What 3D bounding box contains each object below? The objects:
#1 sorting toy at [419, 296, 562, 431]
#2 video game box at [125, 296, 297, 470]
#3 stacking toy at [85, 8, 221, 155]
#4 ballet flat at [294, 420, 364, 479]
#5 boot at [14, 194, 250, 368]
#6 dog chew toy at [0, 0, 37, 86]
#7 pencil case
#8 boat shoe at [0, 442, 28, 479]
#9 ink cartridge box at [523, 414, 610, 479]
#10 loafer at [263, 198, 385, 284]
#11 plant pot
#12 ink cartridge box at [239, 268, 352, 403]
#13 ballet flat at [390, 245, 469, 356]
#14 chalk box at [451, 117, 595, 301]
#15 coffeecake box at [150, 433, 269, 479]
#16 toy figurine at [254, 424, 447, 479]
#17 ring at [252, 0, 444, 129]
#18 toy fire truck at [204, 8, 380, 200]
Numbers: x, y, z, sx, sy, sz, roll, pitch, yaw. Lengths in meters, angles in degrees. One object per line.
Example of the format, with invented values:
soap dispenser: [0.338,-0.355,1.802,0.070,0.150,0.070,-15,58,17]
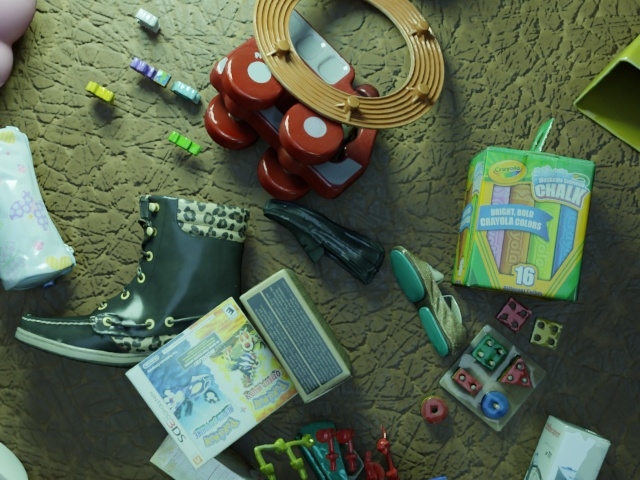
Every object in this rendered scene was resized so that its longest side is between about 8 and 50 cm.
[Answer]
sorting toy: [0.299,0.226,1.634,0.132,0.046,0.274,40,88,2]
video game box: [-0.167,0.222,1.512,0.205,0.048,0.187,-37,89,-11]
stacking toy: [-0.264,-0.270,1.657,0.221,0.052,0.167,31,85,-3]
ballet flat: [0.044,0.412,1.615,0.087,0.083,0.247,-25,90,-14]
boot: [-0.296,0.067,1.601,0.377,0.138,0.284,6,87,1]
dog chew toy: [-0.593,-0.328,1.593,0.206,0.206,0.332,17,96,1]
pencil case: [-0.511,-0.051,1.618,0.124,0.113,0.273,-23,87,1]
boat shoe: [-0.577,0.369,1.631,0.184,0.066,0.063,36,103,-1]
ink cartridge box: [0.387,0.393,1.580,0.082,0.139,0.191,21,88,3]
loafer: [0.000,0.000,1.629,0.223,0.076,0.078,27,80,-2]
plant pot: [0.579,-0.268,1.580,0.212,0.212,0.187,34,76,2]
ink cartridge box: [-0.035,0.146,1.546,0.088,0.235,0.193,-32,87,0]
ballet flat: [0.188,0.095,1.639,0.067,0.073,0.206,-26,91,-28]
chalk box: [0.330,-0.054,1.579,0.179,0.180,0.289,8,87,1]
coffeecake box: [-0.174,0.376,1.584,0.185,0.142,0.068,36,88,1]
toy figurine: [0.097,0.371,1.452,0.217,0.362,0.191,-13,76,36]
ring: [0.054,-0.326,1.572,0.336,0.032,0.337,11,58,-19]
toy fire truck: [-0.027,-0.226,1.596,0.302,0.169,0.254,44,60,4]
